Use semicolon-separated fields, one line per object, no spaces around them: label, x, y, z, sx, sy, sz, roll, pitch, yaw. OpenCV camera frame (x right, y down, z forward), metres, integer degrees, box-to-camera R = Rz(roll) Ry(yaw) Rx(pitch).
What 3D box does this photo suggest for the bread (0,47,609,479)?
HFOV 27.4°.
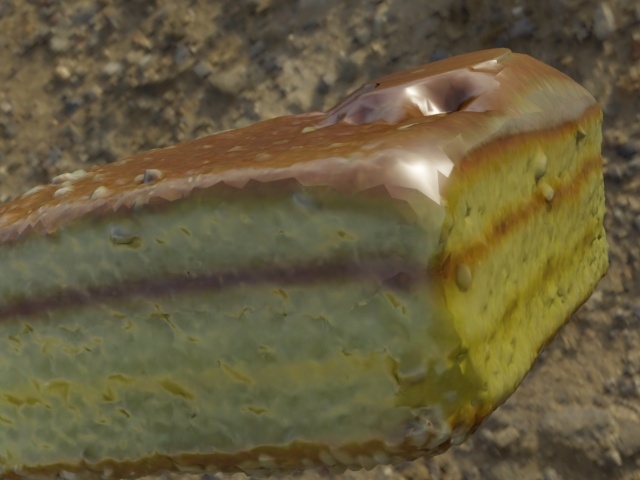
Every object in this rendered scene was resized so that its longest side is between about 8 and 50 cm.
bread;0.000;0.000;0.487;0.184;0.110;0.234;-7;11;23
